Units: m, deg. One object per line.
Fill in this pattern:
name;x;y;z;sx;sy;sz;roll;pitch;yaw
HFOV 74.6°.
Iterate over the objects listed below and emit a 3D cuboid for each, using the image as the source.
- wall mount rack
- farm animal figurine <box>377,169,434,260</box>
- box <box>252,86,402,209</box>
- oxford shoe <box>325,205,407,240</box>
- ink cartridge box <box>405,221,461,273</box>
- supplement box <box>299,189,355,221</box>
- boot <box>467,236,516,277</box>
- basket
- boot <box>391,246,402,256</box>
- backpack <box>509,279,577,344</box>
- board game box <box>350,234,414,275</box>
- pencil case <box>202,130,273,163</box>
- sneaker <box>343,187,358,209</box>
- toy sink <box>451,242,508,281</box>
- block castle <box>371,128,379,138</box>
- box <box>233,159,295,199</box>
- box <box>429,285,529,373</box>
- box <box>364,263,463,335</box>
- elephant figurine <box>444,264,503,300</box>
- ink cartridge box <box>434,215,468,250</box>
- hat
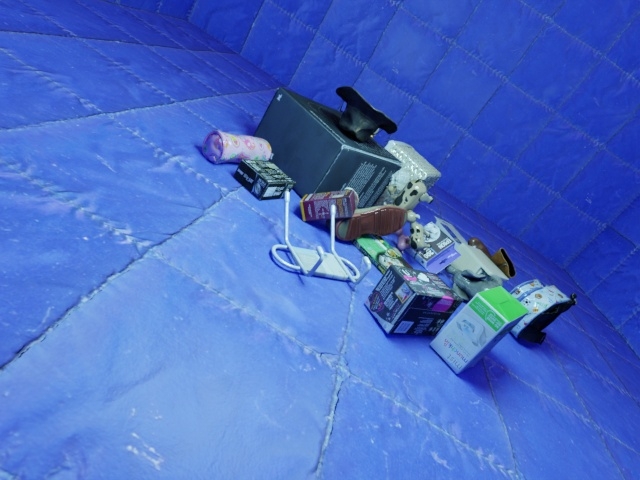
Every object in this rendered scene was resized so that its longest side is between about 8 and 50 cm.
wall mount rack;0.000;0.000;1.329;0.349;0.131;0.304;13;31;-40
farm animal figurine;0.359;-0.124;1.808;0.172;0.327;0.330;21;10;-45
box;0.030;-0.403;1.921;0.471;0.298;0.480;4;38;-51
oxford shoe;0.184;-0.088;1.647;0.347;0.123;0.130;-6;23;-28
ink cartridge box;0.504;0.033;1.896;0.206;0.045;0.208;-30;62;-28
supplement box;0.029;-0.129;1.551;0.187;0.081;0.104;-4;20;13
boot;0.843;0.080;2.091;0.280;0.096;0.265;70;4;-77
basket;0.413;-0.314;2.220;0.266;0.328;0.331;45;25;15
boot;0.273;0.051;1.702;0.118;0.042;0.087;36;30;7
backpack;0.889;0.294;1.772;0.263;0.277;0.213;-5;39;-45
board game box;0.246;0.065;1.606;0.136;0.030;0.260;-18;54;-39
pencil case;-0.311;-0.346;1.607;0.124;0.124;0.284;43;25;20
sneaker;0.128;-0.144;1.769;0.061;0.158;0.065;-5;26;24
toy sink;0.748;0.145;2.010;0.152;0.131;0.234;16;28;-33
block castle;0.197;-0.662;2.618;0.212;0.303;0.453;29;23;-8
box;-0.205;-0.226;1.557;0.147;0.078;0.180;42;25;16
box;0.508;0.278;1.326;0.261;0.231;0.127;-1;41;-52
box;0.286;0.189;1.297;0.247;0.164;0.142;13;28;-40
elephant figurine;0.633;0.191;1.791;0.239;0.186;0.169;29;65;14
ink cartridge box;0.756;-0.005;2.388;0.165;0.065;0.333;20;29;-29
hat;0.156;-0.495;1.742;0.331;0.134;0.331;37;6;-4
